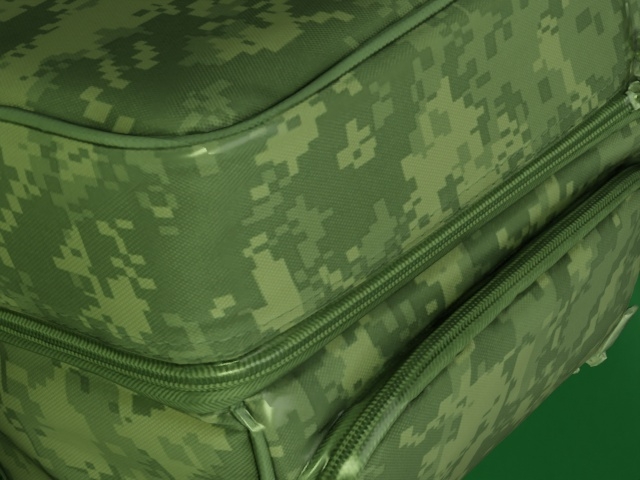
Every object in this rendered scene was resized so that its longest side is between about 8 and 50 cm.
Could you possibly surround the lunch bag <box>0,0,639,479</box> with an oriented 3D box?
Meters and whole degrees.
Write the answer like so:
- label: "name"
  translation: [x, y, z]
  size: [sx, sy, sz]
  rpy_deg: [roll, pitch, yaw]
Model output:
- label: "lunch bag"
  translation: [0.000, 0.000, 0.679]
  size: [0.305, 0.213, 0.256]
  rpy_deg: [-36, 129, -41]
